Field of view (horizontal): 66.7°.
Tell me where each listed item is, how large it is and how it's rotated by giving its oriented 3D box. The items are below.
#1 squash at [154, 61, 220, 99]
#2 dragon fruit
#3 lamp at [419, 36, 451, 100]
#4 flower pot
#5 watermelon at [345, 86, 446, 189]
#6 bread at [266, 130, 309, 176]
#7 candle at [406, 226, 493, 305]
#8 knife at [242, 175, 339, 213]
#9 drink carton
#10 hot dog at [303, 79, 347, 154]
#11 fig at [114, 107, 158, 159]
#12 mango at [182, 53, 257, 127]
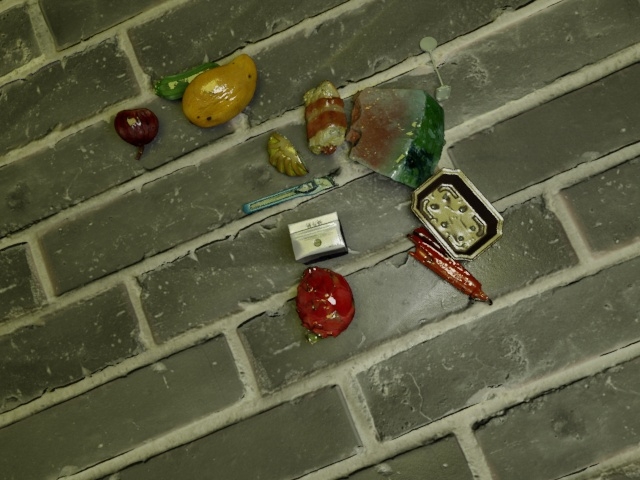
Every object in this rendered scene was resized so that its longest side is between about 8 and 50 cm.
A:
[{"bbox_3d":[-0.403,-0.483,1.486,0.219,0.068,0.078,-16,103,3],"label":"squash"},{"bbox_3d":[0.011,0.172,1.331,0.172,0.172,0.210,-5,86,5],"label":"dragon fruit"},{"bbox_3d":[0.339,-0.512,1.442,0.050,0.056,0.199,-14,72,5],"label":"lamp"},{"bbox_3d":[0.376,-0.068,1.364,0.178,0.084,0.251,-39,81,1],"label":"flower pot"},{"bbox_3d":[0.205,-0.291,1.367,0.301,0.151,0.265,17,87,7],"label":"watermelon"},{"bbox_3d":[-0.108,-0.252,1.436,0.094,0.083,0.157,-26,84,15],"label":"bread"},{"bbox_3d":[0.363,0.076,1.363,0.301,0.059,0.084,40,103,8],"label":"candle"},{"bbox_3d":[-0.091,-0.134,1.444,0.296,0.026,0.044,-19,95,3],"label":"knife"},{"bbox_3d":[-0.001,0.000,1.322,0.134,0.222,0.102,-13,83,4],"label":"drink carton"},{"bbox_3d":[0.016,-0.353,1.414,0.146,0.103,0.214,-9,79,46],"label":"hot dog"},{"bbox_3d":[-0.558,-0.332,1.458,0.128,0.128,0.151,22,84,7],"label":"fig"},{"bbox_3d":[-0.291,-0.437,1.435,0.262,0.109,0.157,-38,115,5],"label":"mango"}]
